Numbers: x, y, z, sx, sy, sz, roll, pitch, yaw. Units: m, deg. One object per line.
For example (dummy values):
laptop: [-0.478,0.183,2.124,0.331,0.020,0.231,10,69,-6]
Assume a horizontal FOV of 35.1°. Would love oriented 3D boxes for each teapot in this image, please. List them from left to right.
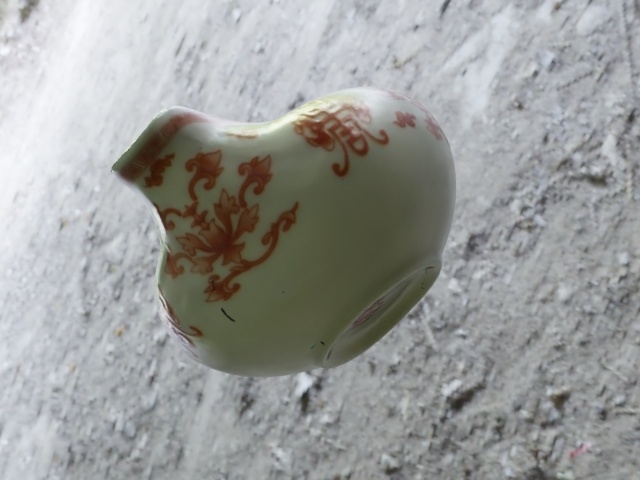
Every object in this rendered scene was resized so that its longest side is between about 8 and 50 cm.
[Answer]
teapot: [0.000,0.000,0.492,0.159,0.116,0.245,-56,-16,2]
